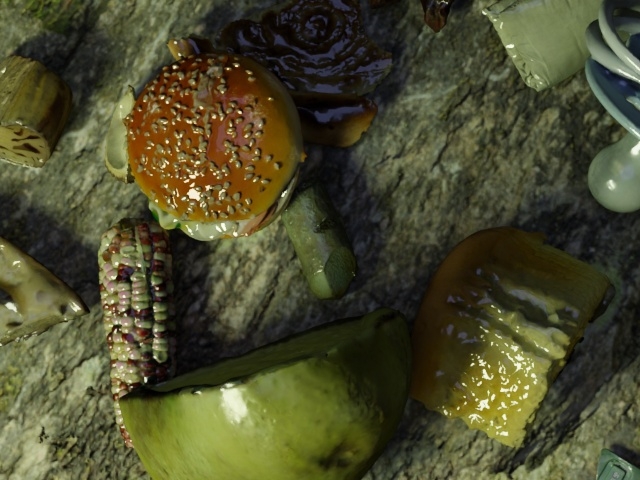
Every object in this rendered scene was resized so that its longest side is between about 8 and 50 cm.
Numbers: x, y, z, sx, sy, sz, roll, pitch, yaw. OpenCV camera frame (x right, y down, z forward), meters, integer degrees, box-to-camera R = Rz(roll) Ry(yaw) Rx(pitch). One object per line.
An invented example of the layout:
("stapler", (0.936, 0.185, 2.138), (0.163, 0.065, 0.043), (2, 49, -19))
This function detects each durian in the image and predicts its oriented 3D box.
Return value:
("durian", (-0.245, -0.127, 1.829), (0.052, 0.066, 0.130), (0, 72, 2))

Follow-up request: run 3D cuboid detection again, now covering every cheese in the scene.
("cheese", (0.332, 0.312, 1.753), (0.067, 0.026, 0.121), (32, 84, 6))

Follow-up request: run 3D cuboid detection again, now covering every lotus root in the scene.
("lotus root", (-0.366, -0.156, 1.832), (0.159, 0.095, 0.135), (9, 67, 44))
("lotus root", (-0.433, 0.066, 1.806), (0.260, 0.074, 0.170), (-24, 78, -2))

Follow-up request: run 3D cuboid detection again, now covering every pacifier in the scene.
("pacifier", (0.389, -0.137, 1.743), (0.244, 0.299, 0.233), (39, 123, 17))

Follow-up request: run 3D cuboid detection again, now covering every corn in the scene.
("corn", (-0.215, 0.109, 1.784), (0.092, 0.092, 0.281), (-6, 86, 2))

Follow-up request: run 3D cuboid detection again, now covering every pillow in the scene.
("pillow", (0.304, -0.272, 1.803), (0.181, 0.078, 0.134), (-29, 118, 0))

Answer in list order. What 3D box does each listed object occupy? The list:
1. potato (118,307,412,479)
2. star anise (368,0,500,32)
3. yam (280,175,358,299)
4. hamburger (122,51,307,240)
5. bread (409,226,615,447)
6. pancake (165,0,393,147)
("potato", (-0.024, 0.218, 1.639), (0.330, 0.280, 0.213), (-19, 91, -15))
("star anise", (0.148, -0.368, 1.819), (0.220, 0.126, 0.190), (-24, 77, 2))
("yam", (0.000, 0.000, 1.795), (0.069, 0.070, 0.147), (-23, 80, -1))
("hamburger", (-0.121, -0.113, 1.757), (0.236, 0.147, 0.237), (4, 105, 15))
("bread", (0.209, 0.091, 1.729), (0.204, 0.163, 0.262), (25, 69, 17))
("pancake", (-0.037, -0.202, 1.834), (0.257, 0.056, 0.212), (-22, 81, -1))
